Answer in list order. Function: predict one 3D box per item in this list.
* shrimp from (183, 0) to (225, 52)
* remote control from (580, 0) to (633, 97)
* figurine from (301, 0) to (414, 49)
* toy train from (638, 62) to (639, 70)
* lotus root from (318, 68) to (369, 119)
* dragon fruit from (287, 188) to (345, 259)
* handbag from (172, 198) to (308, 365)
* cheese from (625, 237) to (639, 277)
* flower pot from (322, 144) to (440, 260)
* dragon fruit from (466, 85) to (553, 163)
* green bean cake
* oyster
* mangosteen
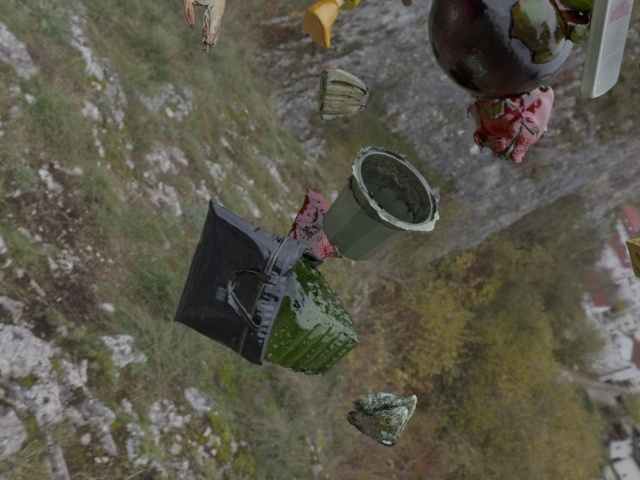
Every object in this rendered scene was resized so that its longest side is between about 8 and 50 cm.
[{"bbox_3d":[-0.343,-0.666,1.724,0.133,0.053,0.235,11,82,-45],"label":"shrimp"},{"bbox_3d":[0.449,-0.320,0.919,0.088,0.029,0.190,-32,133,-27],"label":"remote control"},{"bbox_3d":[0.102,-0.452,0.896,0.187,0.344,0.215,44,-11,39],"label":"figurine"},{"bbox_3d":[0.701,-0.376,1.049,0.178,0.249,0.429,31,42,-10],"label":"toy train"},{"bbox_3d":[0.061,-0.413,1.661,0.144,0.143,0.070,3,31,-22],"label":"lotus root"},{"bbox_3d":[0.000,0.000,1.863,0.262,0.212,0.134,-65,159,-12],"label":"dragon fruit"},{"bbox_3d":[-0.152,0.078,1.073,0.211,0.254,0.089,24,12,19],"label":"handbag"},{"bbox_3d":[0.794,0.027,1.288,0.126,0.171,0.093,-84,154,-79],"label":"cheese"},{"bbox_3d":[0.143,-0.084,1.636,0.291,0.259,0.290,22,47,-25],"label":"flower pot"},{"bbox_3d":[0.432,-0.302,1.415,0.198,0.200,0.269,23,11,-31],"label":"dragon fruit"},{"bbox_3d":[-0.062,0.174,1.563,0.335,0.218,0.319,27,22,-54],"label":"green bean cake"},{"bbox_3d":[0.191,0.534,1.782,0.162,0.351,0.158,19,57,-12],"label":"oyster"},{"bbox_3d":[0.381,-0.446,1.160,0.306,0.359,0.305,1,87,-19],"label":"mangosteen"}]
